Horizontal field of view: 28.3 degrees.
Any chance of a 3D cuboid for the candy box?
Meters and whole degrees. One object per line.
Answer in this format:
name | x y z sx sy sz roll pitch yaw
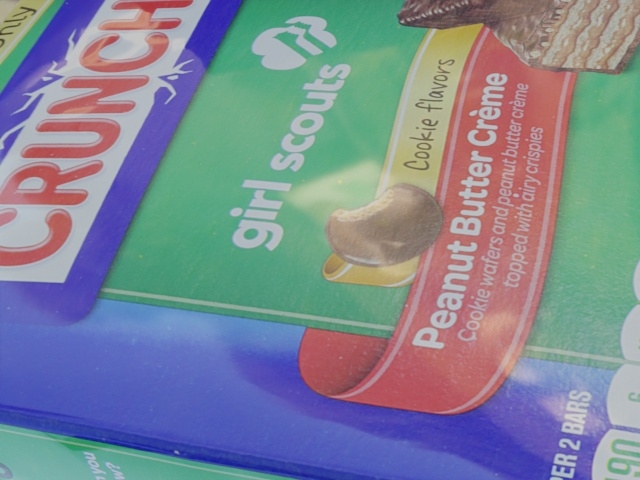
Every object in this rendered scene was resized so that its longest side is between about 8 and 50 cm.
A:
candy box | 0.000 0.000 0.475 0.122 0.317 0.268 73 -150 -43
